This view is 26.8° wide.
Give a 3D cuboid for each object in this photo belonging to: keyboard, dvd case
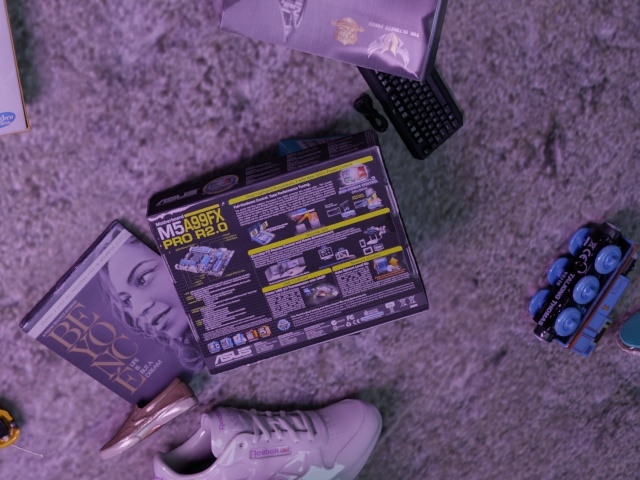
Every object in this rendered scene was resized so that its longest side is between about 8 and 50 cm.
[{"bbox_3d":[0.093,-0.171,1.576,0.108,0.023,0.180,-38,124,-3],"label":"keyboard"},{"bbox_3d":[-0.215,0.098,1.567,0.164,0.018,0.221,-47,124,3],"label":"dvd case"}]

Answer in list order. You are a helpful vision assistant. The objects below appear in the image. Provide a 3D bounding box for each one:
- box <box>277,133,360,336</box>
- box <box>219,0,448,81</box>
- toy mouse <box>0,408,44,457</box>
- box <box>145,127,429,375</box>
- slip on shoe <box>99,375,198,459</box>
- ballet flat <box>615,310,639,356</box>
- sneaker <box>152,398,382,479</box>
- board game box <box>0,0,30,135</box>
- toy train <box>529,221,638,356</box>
[{"bbox_3d":[0.000,0.000,1.593,0.100,0.060,0.244,-7,117,-21],"label":"box"},{"bbox_3d":[0.021,-0.282,1.385,0.231,0.056,0.183,17,112,13],"label":"box"},{"bbox_3d":[-0.420,0.230,1.529,0.143,0.031,0.161,-35,124,-6],"label":"toy mouse"},{"bbox_3d":[-0.034,0.016,1.517,0.270,0.060,0.216,-18,114,5],"label":"box"},{"bbox_3d":[-0.210,0.212,1.596,0.135,0.051,0.041,-34,87,8],"label":"slip on shoe"},{"bbox_3d":[0.525,0.109,1.885,0.241,0.091,0.077,-28,139,-8],"label":"ballet flat"},{"bbox_3d":[-0.064,0.262,1.661,0.305,0.114,0.152,-24,123,-13],"label":"sneaker"},{"bbox_3d":[-0.423,-0.234,1.274,0.242,0.064,0.317,-13,119,-19],"label":"board game box"},{"bbox_3d":[0.355,0.063,1.786,0.105,0.080,0.184,25,100,-42],"label":"toy train"}]
